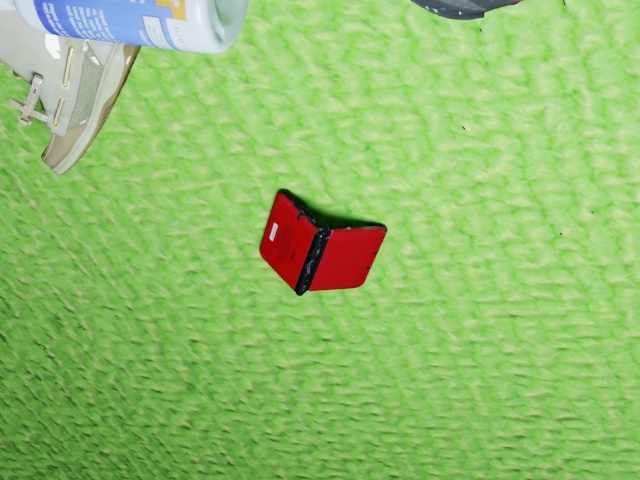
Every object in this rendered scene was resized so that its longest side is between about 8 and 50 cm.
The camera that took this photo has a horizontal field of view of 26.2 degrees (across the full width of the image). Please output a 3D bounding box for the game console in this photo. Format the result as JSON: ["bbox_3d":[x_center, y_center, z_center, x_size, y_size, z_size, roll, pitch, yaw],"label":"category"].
[{"bbox_3d":[0.000,0.000,1.746,0.124,0.085,0.144,46,147,17],"label":"game console"}]

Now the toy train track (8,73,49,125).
[{"bbox_3d":[-0.326,-0.154,1.541,0.048,0.014,0.083,26,138,-7],"label":"toy train track"}]

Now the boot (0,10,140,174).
[{"bbox_3d":[-0.329,-0.199,1.572,0.203,0.095,0.262,27,141,-10],"label":"boot"}]

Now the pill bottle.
[{"bbox_3d":[-0.217,-0.275,1.373,0.272,0.152,0.152,8,142,14],"label":"pill bottle"}]

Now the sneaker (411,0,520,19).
[{"bbox_3d":[0.175,-0.290,1.197,0.483,0.185,0.202,16,163,8],"label":"sneaker"}]
